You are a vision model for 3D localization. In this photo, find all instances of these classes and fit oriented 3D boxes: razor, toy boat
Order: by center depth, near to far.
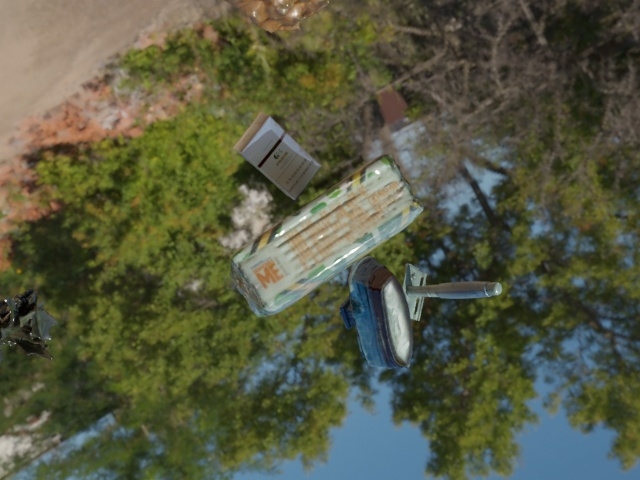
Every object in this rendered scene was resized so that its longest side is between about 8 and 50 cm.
[{"bbox_3d":[0.051,0.075,0.810,0.061,0.137,0.060,16,-129,37],"label":"toy boat"},{"bbox_3d":[0.155,0.059,0.999,0.135,0.068,0.040,-5,157,45],"label":"razor"}]

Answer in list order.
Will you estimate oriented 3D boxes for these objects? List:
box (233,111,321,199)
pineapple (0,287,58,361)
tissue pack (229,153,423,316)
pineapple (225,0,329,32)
[{"bbox_3d":[-0.076,-0.151,1.530,0.084,0.154,0.040,-51,-143,-3],"label":"box"},{"bbox_3d":[-0.452,0.130,1.076,0.251,0.125,0.125,-20,-172,17],"label":"pineapple"},{"bbox_3d":[0.000,0.000,1.427,0.311,0.128,0.228,-33,177,-11],"label":"tissue pack"},{"bbox_3d":[-0.005,-0.425,0.949,0.357,0.223,0.223,-49,178,23],"label":"pineapple"}]
